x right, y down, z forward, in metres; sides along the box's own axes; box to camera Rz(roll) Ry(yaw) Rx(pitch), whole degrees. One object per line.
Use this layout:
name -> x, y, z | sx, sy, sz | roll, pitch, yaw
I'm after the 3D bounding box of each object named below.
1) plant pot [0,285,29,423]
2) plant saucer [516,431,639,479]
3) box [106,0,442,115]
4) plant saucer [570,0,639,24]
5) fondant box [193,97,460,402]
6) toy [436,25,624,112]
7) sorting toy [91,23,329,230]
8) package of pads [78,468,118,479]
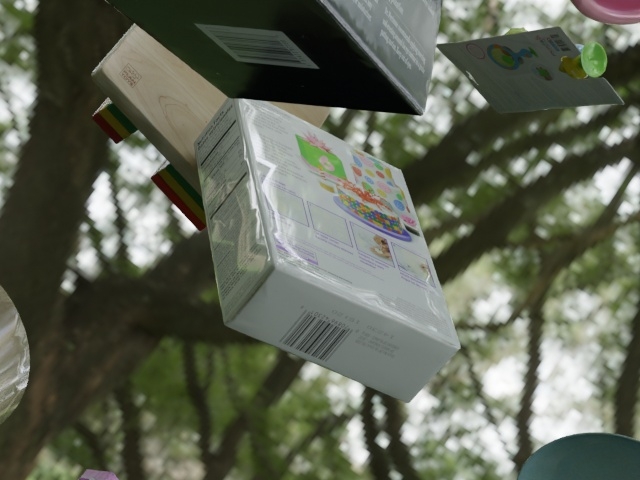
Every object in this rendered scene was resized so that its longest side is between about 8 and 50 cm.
plant pot -> -0.487, 0.167, 1.794 | 0.256, 0.256, 0.274 | 36, 27, -1
plant saucer -> 0.306, 0.271, 1.776 | 0.195, 0.037, 0.195 | 8, -56, 12
box -> -0.020, -0.289, 1.225 | 0.179, 0.313, 0.343 | 8, -9, 18
plant saucer -> 0.373, -0.366, 1.696 | 0.084, 0.332, 0.332 | 58, -3, 29
fondant box -> 0.000, 0.000, 1.799 | 0.238, 0.096, 0.330 | 25, 30, -27
toy -> 0.264, -0.221, 2.050 | 0.137, 0.056, 0.237 | 44, -19, -26
sorting toy -> -0.144, -0.163, 2.006 | 0.089, 0.255, 0.257 | -29, -69, 41
package of pads -> -0.267, 0.298, 1.882 | 0.050, 0.083, 0.032 | 0, -52, 39
